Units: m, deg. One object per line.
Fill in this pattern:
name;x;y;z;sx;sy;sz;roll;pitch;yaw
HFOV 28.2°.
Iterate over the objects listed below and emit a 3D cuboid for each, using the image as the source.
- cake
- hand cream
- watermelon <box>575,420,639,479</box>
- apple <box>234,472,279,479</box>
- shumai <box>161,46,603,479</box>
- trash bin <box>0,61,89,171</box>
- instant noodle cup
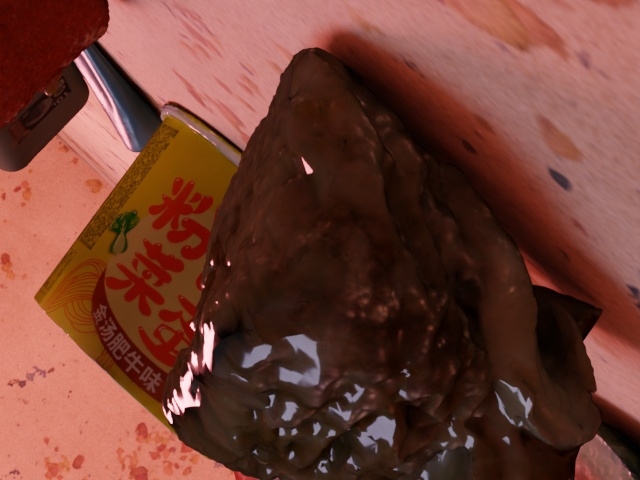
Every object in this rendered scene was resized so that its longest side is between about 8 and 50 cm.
cake;-0.281;-0.209;0.874;0.283;0.151;0.177;48;176;-7
hand cream;-0.224;-0.169;1.282;0.083;0.048;0.224;34;163;51
watermelon;0.187;0.208;0.835;0.136;0.202;0.207;4;-172;-16
apple;0.016;0.255;1.621;0.260;0.260;0.217;26;136;68
shumai;0.042;0.039;0.632;0.218;0.189;0.256;25;158;-4
trash bin;-0.407;-0.225;1.459;0.223;0.158;0.343;42;173;1
instant noodle cup;-0.110;0.054;1.220;0.311;0.221;0.311;42;174;5
